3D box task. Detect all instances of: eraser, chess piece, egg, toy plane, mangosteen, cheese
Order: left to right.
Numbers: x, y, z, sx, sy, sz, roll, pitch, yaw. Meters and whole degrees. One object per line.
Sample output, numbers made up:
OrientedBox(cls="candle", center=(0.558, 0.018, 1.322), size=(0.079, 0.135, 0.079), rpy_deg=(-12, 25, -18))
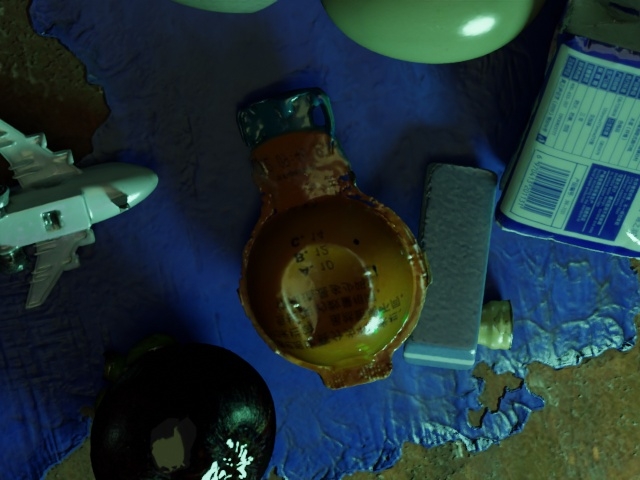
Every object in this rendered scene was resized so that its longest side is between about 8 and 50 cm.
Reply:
OrientedBox(cls="toy plane", center=(-0.299, -0.033, 1.836), size=(0.255, 0.101, 0.251), rpy_deg=(-11, 120, 0))
OrientedBox(cls="mangosteen", center=(-0.164, 0.213, 1.881), size=(0.216, 0.216, 0.216), rpy_deg=(-1, 108, -3))
OrientedBox(cls="cheese", center=(0.000, 0.000, 1.850), size=(0.216, 0.129, 0.329), rpy_deg=(-16, 95, 14))
OrientedBox(cls="egg", center=(0.116, -0.273, 1.744), size=(0.241, 0.186, 0.186), rpy_deg=(-6, 108, 10))
OrientedBox(cls="chess piece", center=(0.130, 0.097, 1.931), size=(0.172, 0.060, 0.060), rpy_deg=(0, 108, -2))
OrientedBox(cls="eraser", center=(0.143, 0.029, 1.887), size=(0.082, 0.036, 0.225), rpy_deg=(7, 88, 0))

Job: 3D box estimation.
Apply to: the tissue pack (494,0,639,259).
OrientedBox(cls="tissue pack", center=(0.314, -0.123, 1.795), size=(0.209, 0.137, 0.270), rpy_deg=(11, 132, -4))

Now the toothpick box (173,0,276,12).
OrientedBox(cls="toothpick box", center=(-0.131, -0.453, 1.565), size=(0.425, 0.409, 0.409), rpy_deg=(40, 101, -16))
